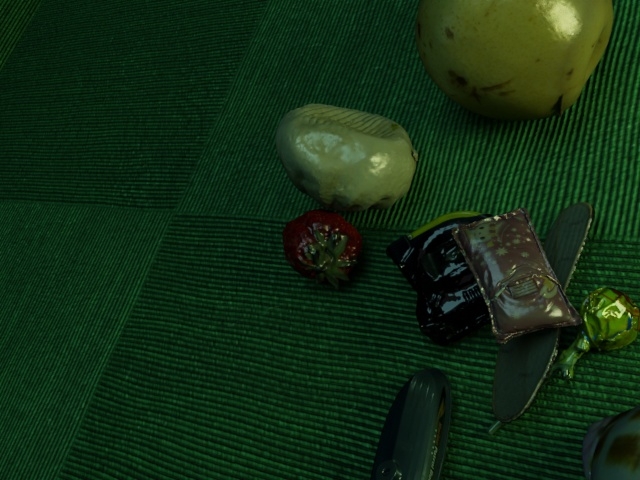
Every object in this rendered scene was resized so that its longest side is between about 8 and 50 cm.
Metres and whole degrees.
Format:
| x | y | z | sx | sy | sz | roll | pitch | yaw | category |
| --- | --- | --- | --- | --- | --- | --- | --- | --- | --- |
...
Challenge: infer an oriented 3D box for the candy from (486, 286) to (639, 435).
| x | y | z | sx | sy | sz | roll | pitch | yaw | category |
| --- | --- | --- | --- | --- | --- | --- | --- | --- | --- |
| 0.318 | 0.170 | 0.965 | 0.262 | 0.073 | 0.077 | -46 | 59 | 7 | candy |

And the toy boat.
| x | y | z | sx | sy | sz | roll | pitch | yaw | category |
| --- | --- | --- | --- | --- | --- | --- | --- | --- | --- |
| 0.134 | 0.280 | 0.996 | 0.092 | 0.103 | 0.246 | -17 | 39 | 39 | toy boat |

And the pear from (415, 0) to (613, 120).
| x | y | z | sx | sy | sz | roll | pitch | yaw | category |
| --- | --- | --- | --- | --- | --- | --- | --- | --- | --- |
| 0.307 | -0.342 | 1.139 | 0.309 | 0.309 | 0.310 | -16 | 55 | 23 | pear |

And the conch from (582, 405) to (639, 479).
| x | y | z | sx | sy | sz | roll | pitch | yaw | category |
| --- | --- | --- | --- | --- | --- | --- | --- | --- | --- |
| 0.417 | 0.301 | 0.734 | 0.249 | 0.197 | 0.368 | -33 | 52 | -17 | conch |

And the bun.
| x | y | z | sx | sy | sz | roll | pitch | yaw | category |
| --- | --- | --- | --- | --- | --- | --- | --- | --- | --- |
| 0.037 | -0.134 | 1.238 | 0.259 | 0.259 | 0.160 | 34 | 119 | 41 | bun |

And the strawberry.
| x | y | z | sx | sy | sz | roll | pitch | yaw | category |
| --- | --- | --- | --- | --- | --- | --- | --- | --- | --- |
| -0.002 | 0.006 | 1.228 | 0.131 | 0.131 | 0.148 | -49 | 24 | -4 | strawberry |

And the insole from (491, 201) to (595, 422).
| x | y | z | sx | sy | sz | roll | pitch | yaw | category |
| --- | --- | --- | --- | --- | --- | --- | --- | --- | --- |
| 0.309 | 0.092 | 1.009 | 0.349 | 0.009 | 0.119 | -64 | 18 | -19 | insole |

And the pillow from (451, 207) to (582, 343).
| x | y | z | sx | sy | sz | roll | pitch | yaw | category |
| --- | --- | --- | --- | --- | --- | --- | --- | --- | --- |
| 0.260 | 0.047 | 0.974 | 0.118 | 0.043 | 0.185 | -18 | 63 | 2 | pillow |

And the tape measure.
| x | y | z | sx | sy | sz | roll | pitch | yaw | category |
| --- | --- | --- | --- | --- | --- | --- | --- | --- | --- |
| 0.208 | 0.038 | 1.080 | 0.186 | 0.112 | 0.199 | -30 | 51 | 9 | tape measure |
